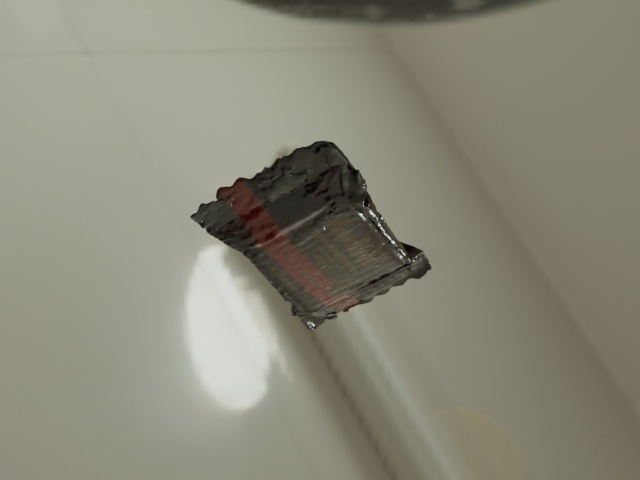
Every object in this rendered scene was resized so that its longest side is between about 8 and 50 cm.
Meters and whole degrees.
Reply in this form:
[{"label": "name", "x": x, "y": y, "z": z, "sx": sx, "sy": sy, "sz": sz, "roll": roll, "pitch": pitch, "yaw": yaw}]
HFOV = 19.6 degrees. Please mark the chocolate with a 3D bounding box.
[{"label": "chocolate", "x": 0.000, "y": 0.000, "z": 0.959, "sx": 0.086, "sy": 0.182, "sz": 0.028, "roll": -29, "pitch": -116, "yaw": 9}]
